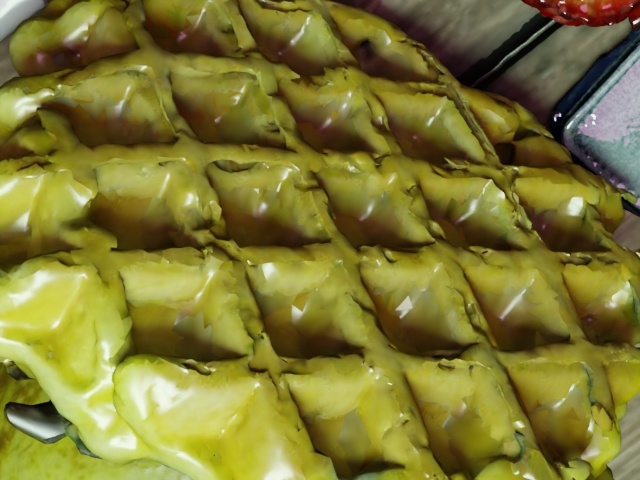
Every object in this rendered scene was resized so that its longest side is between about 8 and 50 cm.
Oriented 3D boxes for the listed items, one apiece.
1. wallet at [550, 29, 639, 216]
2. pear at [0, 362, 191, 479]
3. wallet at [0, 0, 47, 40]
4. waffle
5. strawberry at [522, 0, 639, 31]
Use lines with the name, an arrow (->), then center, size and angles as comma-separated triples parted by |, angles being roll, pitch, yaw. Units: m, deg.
wallet -> 0.263, -0.091, 1.011 | 0.167, 0.036, 0.222 | 40, 103, -13
pear -> -0.071, 0.142, 0.966 | 0.284, 0.283, 0.283 | 0, 108, -1
wallet -> -0.222, -0.126, 0.995 | 0.122, 0.025, 0.061 | -34, 99, 10
waffle -> 0.000, 0.000, 0.870 | 0.382, 0.379, 0.095 | 29, 131, -2
strawberry -> 0.153, -0.190, 0.949 | 0.145, 0.086, 0.145 | 0, 110, -1
